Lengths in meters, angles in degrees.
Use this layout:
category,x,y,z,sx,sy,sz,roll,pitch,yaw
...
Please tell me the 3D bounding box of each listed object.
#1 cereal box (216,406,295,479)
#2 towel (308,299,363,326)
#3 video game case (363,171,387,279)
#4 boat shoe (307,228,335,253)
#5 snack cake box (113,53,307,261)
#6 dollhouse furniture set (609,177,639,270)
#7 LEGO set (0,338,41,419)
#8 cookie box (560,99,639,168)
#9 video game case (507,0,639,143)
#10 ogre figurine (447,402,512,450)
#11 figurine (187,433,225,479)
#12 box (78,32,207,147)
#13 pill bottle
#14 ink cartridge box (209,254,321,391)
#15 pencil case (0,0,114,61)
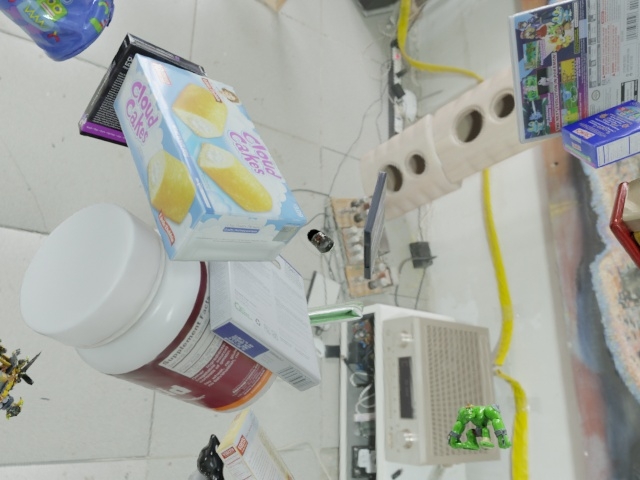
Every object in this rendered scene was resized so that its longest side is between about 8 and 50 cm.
category,x,y,z,sx,sy,sz,roll,pitch,yaw
cereal box,-0.125,0.504,1.050,0.047,0.173,0.240,-32,91,5
towel,-0.012,0.189,1.217,0.247,0.325,0.038,-10,84,3
video game case,0.155,-0.035,1.378,0.026,0.274,0.196,11,61,13
boat shoe,-0.001,0.001,1.345,0.049,0.133,0.042,-48,116,-4
snack cake box,-0.145,-0.101,0.617,0.152,0.089,0.264,2,50,-46
dollhouse furniture set,0.344,0.142,0.425,0.374,0.152,0.201,47,51,-13
LEGO set,-0.634,0.340,0.863,0.331,0.255,0.192,-55,128,-21
cookie box,0.416,-0.151,0.686,0.092,0.107,0.040,-97,164,-60
video game case,0.391,-0.262,0.738,0.023,0.183,0.201,-73,150,-57
ogre figurine,0.443,0.525,1.363,0.096,0.197,0.118,17,59,-8
figurine,-0.243,0.569,1.062,0.092,0.215,0.209,4,43,-28
box,-0.252,-0.199,0.684,0.116,0.162,0.029,11,45,-48
pill bottle,-0.236,0.123,0.769,0.392,0.224,0.224,50,46,-51
ink cartridge box,-0.088,0.094,0.762,0.223,0.045,0.224,47,21,-39
pencil case,-0.369,-0.357,0.551,0.306,0.133,0.119,56,24,-56
